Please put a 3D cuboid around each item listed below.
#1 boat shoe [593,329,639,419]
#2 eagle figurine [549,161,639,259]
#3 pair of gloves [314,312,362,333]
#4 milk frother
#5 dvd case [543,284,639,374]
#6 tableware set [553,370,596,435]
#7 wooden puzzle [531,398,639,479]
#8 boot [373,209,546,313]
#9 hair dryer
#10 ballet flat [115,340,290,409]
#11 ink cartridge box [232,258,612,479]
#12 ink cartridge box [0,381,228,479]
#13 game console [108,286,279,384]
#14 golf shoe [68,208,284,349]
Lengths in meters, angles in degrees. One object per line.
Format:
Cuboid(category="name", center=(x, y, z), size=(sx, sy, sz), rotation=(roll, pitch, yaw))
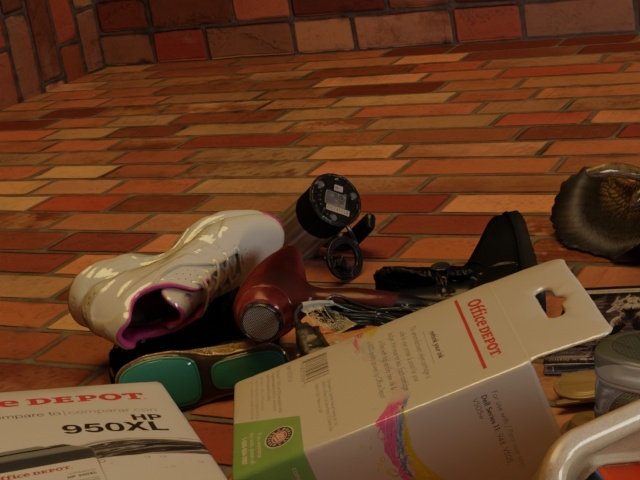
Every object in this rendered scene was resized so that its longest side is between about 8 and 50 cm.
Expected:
Cuboid(category="boat shoe", center=(0.403, 0.167, 1.183), size=(0.320, 0.103, 0.118), rotation=(12, 23, 30))
Cuboid(category="eagle figurine", center=(0.460, -0.061, 1.756), size=(0.226, 0.225, 0.298), rotation=(34, -9, 5))
Cuboid(category="pair of gloves", center=(0.030, 0.100, 1.696), size=(0.074, 0.010, 0.083), rotation=(-10, 19, -3))
Cuboid(category="milk frother", center=(0.000, 0.000, 1.888), size=(0.135, 0.129, 0.143), rotation=(-42, 17, 54))
Cuboid(category="dvd case", center=(0.359, 0.102, 1.513), size=(0.164, 0.018, 0.221), rotation=(-4, 20, 21))
Cuboid(category="tableware set", center=(0.238, 0.179, 1.344), size=(0.141, 0.020, 0.169), rotation=(-6, 20, 11))
Cuboid(category="wooden puzzle", center=(0.250, 0.196, 0.924), size=(0.347, 0.322, 0.080), rotation=(-22, 57, -29))
Cuboid(category="boot", center=(0.171, 0.039, 1.669), size=(0.207, 0.094, 0.246), rotation=(-5, 25, 2))
Cuboid(category="hair dryer", center=(0.007, 0.083, 1.534), size=(0.223, 0.080, 0.293), rotation=(-5, 27, -32))
Cuboid(category="ballet flat", center=(-0.140, 0.159, 1.533), size=(0.206, 0.073, 0.067), rotation=(-4, 5, -8))
Cuboid(category="ink cartridge box", center=(0.101, 0.158, 1.209), size=(0.353, 0.119, 0.207), rotation=(-22, 18, 4))
Cuboid(category="ink cartridge box", center=(-0.218, 0.259, 1.025), size=(0.285, 0.166, 0.395), rotation=(-1, 14, -21))
Cuboid(category="game console", center=(-0.153, 0.097, 1.746), size=(0.213, 0.044, 0.361), rotation=(-7, 20, 5))
Cuboid(category="golf shoe", center=(-0.165, 0.057, 1.667), size=(0.306, 0.115, 0.140), rotation=(-25, 35, -22))
